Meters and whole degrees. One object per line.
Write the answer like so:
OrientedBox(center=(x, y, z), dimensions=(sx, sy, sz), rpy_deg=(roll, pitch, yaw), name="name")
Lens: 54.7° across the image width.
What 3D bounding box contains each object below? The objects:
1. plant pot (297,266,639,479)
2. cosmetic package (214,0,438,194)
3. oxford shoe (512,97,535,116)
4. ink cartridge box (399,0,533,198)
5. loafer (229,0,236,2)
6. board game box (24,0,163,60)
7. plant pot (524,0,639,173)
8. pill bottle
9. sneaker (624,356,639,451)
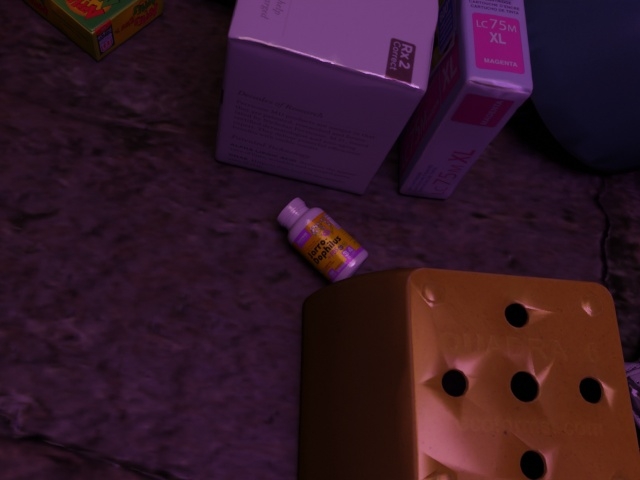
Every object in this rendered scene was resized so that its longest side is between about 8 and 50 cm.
OrientedBox(center=(0.104, 0.122, 0.452), dimensions=(0.212, 0.187, 0.212), rpy_deg=(5, 68, -10), name="plant pot")
OrientedBox(center=(0.000, -0.157, 0.544), dimensions=(0.152, 0.183, 0.151), rpy_deg=(13, 66, -7), name="cosmetic package")
OrientedBox(center=(0.228, -0.239, 0.677), dimensions=(0.083, 0.096, 0.227), rpy_deg=(18, 67, -6), name="oxford shoe")
OrientedBox(center=(0.125, -0.218, 0.595), dimensions=(0.065, 0.186, 0.311), rpy_deg=(8, 66, -7), name="ink cartridge box")
OrientedBox(center=(-0.073, -0.320, 0.624), dimensions=(0.366, 0.130, 0.133), rpy_deg=(22, 65, -3), name="loafer")
OrientedBox(center=(-0.255, -0.269, 0.612), dimensions=(0.181, 0.043, 0.092), rpy_deg=(39, 66, 5), name="board game box")
OrientedBox(center=(0.367, -0.223, 0.567), dimensions=(0.293, 0.235, 0.292), rpy_deg=(3, 85, -31), name="plant pot")
OrientedBox(center=(0.000, 0.000, 0.557), dimensions=(0.083, 0.043, 0.043), rpy_deg=(43, 66, 7), name="pill bottle")
OrientedBox(center=(0.312, 0.100, 0.563), dimensions=(0.132, 0.086, 0.228), rpy_deg=(12, 67, -5), name="sneaker")
